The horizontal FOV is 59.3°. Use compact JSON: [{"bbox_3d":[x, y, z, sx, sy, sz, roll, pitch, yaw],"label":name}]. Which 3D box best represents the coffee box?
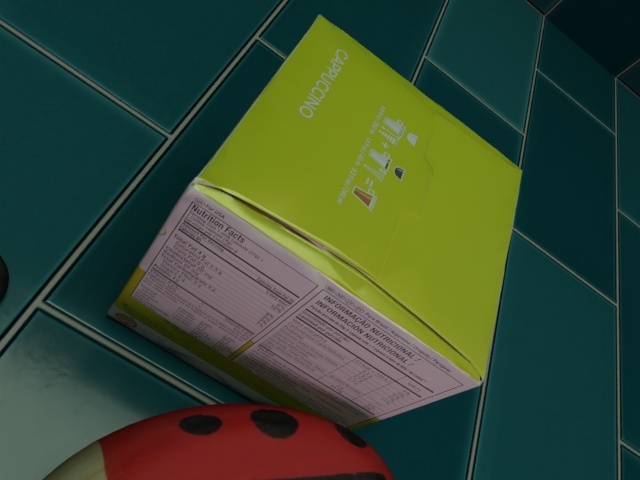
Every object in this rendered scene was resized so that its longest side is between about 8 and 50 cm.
[{"bbox_3d":[0.000,0.000,0.720,0.338,0.334,0.337,35,50,-11],"label":"coffee box"}]

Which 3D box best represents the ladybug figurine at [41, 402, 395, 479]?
[{"bbox_3d":[-0.086,0.293,0.568,0.449,0.162,0.305,0,45,-32],"label":"ladybug figurine"}]

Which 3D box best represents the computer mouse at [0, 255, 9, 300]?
[{"bbox_3d":[-0.462,0.054,0.565,0.272,0.072,0.188,-17,73,-38],"label":"computer mouse"}]
